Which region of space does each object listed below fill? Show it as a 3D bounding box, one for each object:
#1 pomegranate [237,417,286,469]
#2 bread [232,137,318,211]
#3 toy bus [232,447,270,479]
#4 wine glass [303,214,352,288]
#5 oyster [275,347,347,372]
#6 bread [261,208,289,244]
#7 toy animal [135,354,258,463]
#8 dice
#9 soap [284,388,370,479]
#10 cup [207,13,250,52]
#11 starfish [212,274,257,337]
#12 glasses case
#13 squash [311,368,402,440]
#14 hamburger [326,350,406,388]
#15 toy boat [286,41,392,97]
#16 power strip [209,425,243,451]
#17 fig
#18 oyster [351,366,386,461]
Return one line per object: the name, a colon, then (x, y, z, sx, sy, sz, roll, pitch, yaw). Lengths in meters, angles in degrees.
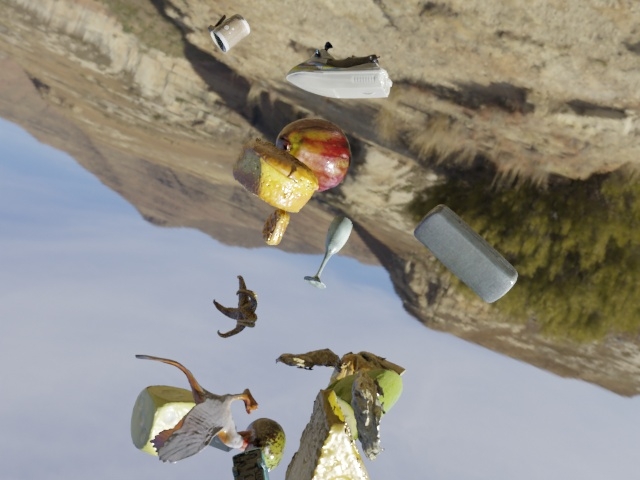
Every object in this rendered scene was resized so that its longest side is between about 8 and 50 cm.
pomegranate: (-0.266, 0.831, 2.608, 0.248, 0.214, 0.214, 19, -175, -21)
bread: (-0.126, -0.188, 1.815, 0.268, 0.145, 0.268, 29, -167, -7)
toy bus: (-0.243, 0.888, 2.281, 0.128, 0.147, 0.256, -15, -155, -4)
wine glass: (0.000, 0.000, 2.564, 0.096, 0.309, 0.264, 10, 154, 37)
oyster: (-0.018, 0.388, 2.048, 0.129, 0.078, 0.345, -9, 165, 35)
bread: (-0.131, -0.041, 1.836, 0.044, 0.110, 0.083, 20, -170, -31)
toy animal: (-0.327, 0.427, 1.700, 0.302, 0.284, 0.225, -6, 166, -17)
dice: (-0.459, 0.538, 1.896, 0.169, 0.169, 0.166, 15, 178, -36)
soap: (-0.040, 0.614, 1.723, 0.169, 0.304, 0.338, -132, 20, -69)
cup: (-0.273, -0.623, 1.892, 0.102, 0.099, 0.074, 33, 160, 51)
starfish: (-0.260, 0.205, 1.962, 0.146, 0.189, 0.074, -19, 147, 27)
glasses case: (0.428, 0.038, 1.871, 0.323, 0.131, 0.074, 43, -143, 4)
squash: (0.117, 0.495, 1.972, 0.189, 0.189, 0.260, 25, -148, 25)
hamburger: (0.143, 0.510, 2.330, 0.209, 0.330, 0.162, 49, -153, 13)
toy boat: (0.050, -0.437, 1.640, 0.269, 0.140, 0.141, 18, -178, 15)
power strip: (-0.445, 0.725, 2.436, 0.338, 0.098, 0.058, 10, -166, 25)
fig: (-0.023, -0.283, 2.043, 0.263, 0.224, 0.224, 42, 175, -25)
oyster: (0.109, 0.426, 1.539, 0.072, 0.209, 0.133, 6, -179, -15)
